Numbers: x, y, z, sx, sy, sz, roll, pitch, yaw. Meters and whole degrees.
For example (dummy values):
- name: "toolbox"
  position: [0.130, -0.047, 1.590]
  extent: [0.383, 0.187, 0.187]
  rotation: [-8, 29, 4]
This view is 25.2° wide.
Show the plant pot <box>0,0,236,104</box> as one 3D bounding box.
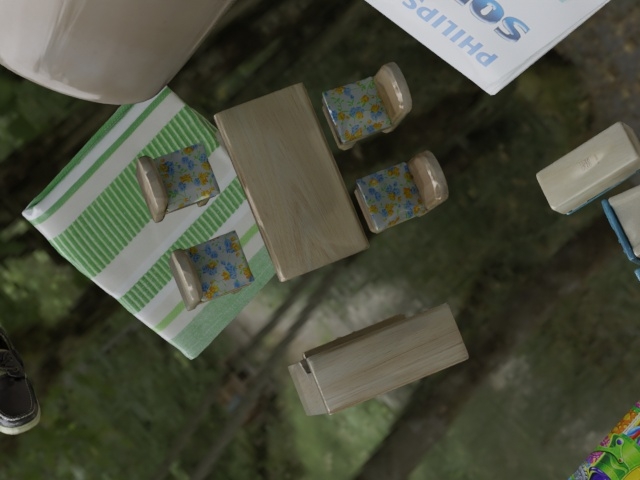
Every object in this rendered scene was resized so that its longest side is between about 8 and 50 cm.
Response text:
- name: "plant pot"
  position: [-0.170, -0.280, 1.182]
  extent: [0.323, 0.280, 0.323]
  rotation: [23, -154, -12]

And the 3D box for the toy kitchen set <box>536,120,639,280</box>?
- name: "toy kitchen set"
  position: [0.379, -0.009, 1.699]
  extent: [0.166, 0.122, 0.207]
  rotation: [17, -134, -55]

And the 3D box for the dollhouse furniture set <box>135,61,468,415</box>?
- name: "dollhouse furniture set"
  position: [0.000, 0.000, 1.069]
  extent: [0.161, 0.212, 0.242]
  rotation: [136, 112, -79]

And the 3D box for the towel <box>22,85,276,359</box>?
- name: "towel"
  position: [-0.181, -0.024, 1.779]
  extent: [0.325, 0.248, 0.038]
  rotation: [44, 180, -38]

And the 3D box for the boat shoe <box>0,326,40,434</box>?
- name: "boat shoe"
  position: [-0.312, 0.126, 1.369]
  extent: [0.152, 0.056, 0.049]
  rotation: [45, 147, 44]

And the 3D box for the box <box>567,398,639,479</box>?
- name: "box"
  position: [0.327, 0.240, 1.028]
  extent: [0.290, 0.279, 0.177]
  rotation: [42, -173, 21]

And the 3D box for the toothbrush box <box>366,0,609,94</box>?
- name: "toothbrush box"
  position: [0.070, -0.258, 0.773]
  extent: [0.216, 0.295, 0.126]
  rotation: [35, 134, -18]
